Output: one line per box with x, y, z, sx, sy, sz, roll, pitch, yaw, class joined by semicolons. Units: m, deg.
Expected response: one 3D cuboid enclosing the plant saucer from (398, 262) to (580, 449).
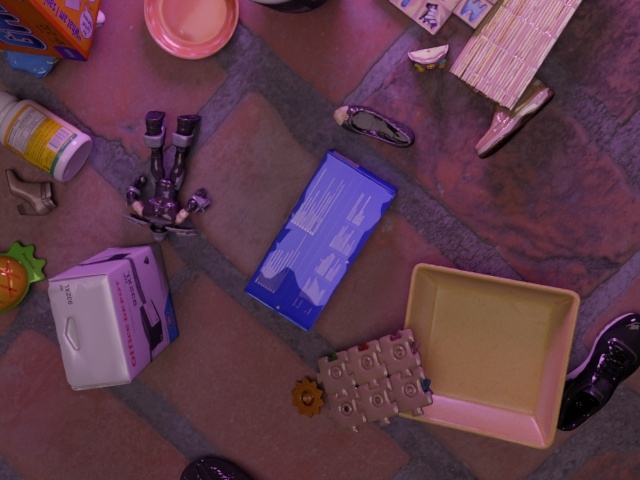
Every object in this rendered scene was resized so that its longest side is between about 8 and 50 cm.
0.335;0.227;1.837;0.333;0.081;0.332;11;102;16;plant saucer

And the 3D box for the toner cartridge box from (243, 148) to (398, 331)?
0.000;0.000;1.864;0.165;0.075;0.348;33;103;2;toner cartridge box

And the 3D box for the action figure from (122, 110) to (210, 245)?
-0.318;-0.122;1.882;0.185;0.099;0.285;9;106;-1;action figure

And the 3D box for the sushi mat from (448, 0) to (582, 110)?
0.389;-0.419;1.729;0.151;0.019;0.316;35;102;17;sushi mat

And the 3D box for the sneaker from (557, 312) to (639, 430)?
0.573;0.275;1.805;0.107;0.124;0.283;37;103;0;sneaker

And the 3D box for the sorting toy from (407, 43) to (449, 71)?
0.213;-0.356;1.763;0.083;0.075;0.045;-9;99;11;sorting toy

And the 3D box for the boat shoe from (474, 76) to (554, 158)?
0.368;-0.245;1.774;0.190;0.068;0.072;-43;79;4;boat shoe

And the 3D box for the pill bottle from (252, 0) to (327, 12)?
-0.059;-0.518;1.626;0.204;0.361;0.204;2;101;8;pill bottle

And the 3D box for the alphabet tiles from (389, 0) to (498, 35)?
0.258;-0.583;1.726;0.285;0.011;0.342;39;104;2;alphabet tiles

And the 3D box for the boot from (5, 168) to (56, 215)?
-0.626;-0.110;1.958;0.087;0.042;0.118;-17;99;5;boot

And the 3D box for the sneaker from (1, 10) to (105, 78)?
-0.553;-0.410;1.875;0.240;0.091;0.126;-5;118;9;sneaker

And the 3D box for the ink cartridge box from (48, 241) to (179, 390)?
-0.412;0.144;1.833;0.129;0.307;0.223;-8;100;10;ink cartridge box

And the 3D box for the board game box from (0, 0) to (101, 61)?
-0.616;-0.578;1.653;0.356;0.356;0.356;9;82;6;board game box

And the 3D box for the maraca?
-0.694;0.084;1.976;0.186;0.099;0.127;-38;96;-13;maraca

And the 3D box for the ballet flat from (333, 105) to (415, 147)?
0.110;-0.233;1.815;0.173;0.049;0.057;19;102;5;ballet flat

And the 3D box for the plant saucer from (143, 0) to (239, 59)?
-0.260;-0.469;1.833;0.200;0.037;0.200;2;102;8;plant saucer

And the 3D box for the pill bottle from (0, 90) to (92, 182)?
-0.597;-0.223;1.889;0.208;0.117;0.117;33;104;1;pill bottle

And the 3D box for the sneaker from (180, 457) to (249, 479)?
-0.181;0.710;1.979;0.447;0.169;0.257;50;145;24;sneaker

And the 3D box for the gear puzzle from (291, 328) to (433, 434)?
0.080;0.309;1.887;0.339;0.044;0.175;-23;78;30;gear puzzle
